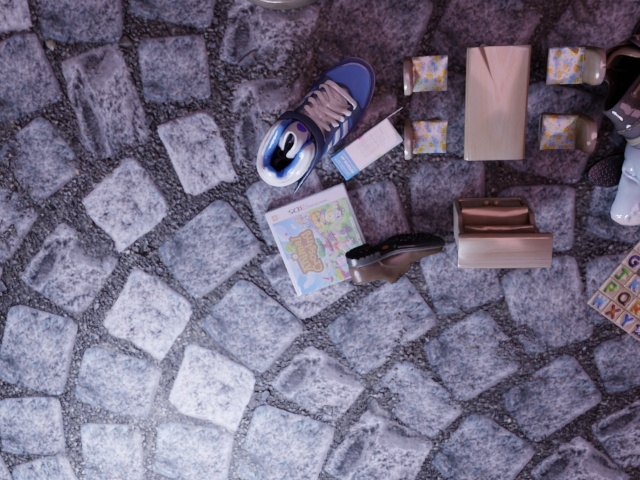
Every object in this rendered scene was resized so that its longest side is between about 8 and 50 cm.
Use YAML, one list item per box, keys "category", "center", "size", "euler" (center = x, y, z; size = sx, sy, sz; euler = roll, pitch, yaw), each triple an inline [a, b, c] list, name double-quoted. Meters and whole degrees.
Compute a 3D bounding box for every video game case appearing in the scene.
- category: "video game case"
  center: [0.000, 0.000, 1.385]
  size: [0.193, 0.023, 0.212]
  euler: [-20, 100, 7]

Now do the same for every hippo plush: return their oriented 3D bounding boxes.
- category: "hippo plush"
  center: [0.737, -0.136, 1.192]
  size: [0.234, 0.236, 0.294]
  euler: [-9, 103, -9]

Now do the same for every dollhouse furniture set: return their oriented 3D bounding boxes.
- category: "dollhouse furniture set"
  center: [0.346, -0.173, 1.182]
  size: [0.362, 0.256, 0.394]
  euler: [0, 110, 8]

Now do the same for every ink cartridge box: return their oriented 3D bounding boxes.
- category: "ink cartridge box"
  center: [0.113, -0.209, 1.295]
  size: [0.181, 0.104, 0.061]
  euler: [-35, 98, 9]

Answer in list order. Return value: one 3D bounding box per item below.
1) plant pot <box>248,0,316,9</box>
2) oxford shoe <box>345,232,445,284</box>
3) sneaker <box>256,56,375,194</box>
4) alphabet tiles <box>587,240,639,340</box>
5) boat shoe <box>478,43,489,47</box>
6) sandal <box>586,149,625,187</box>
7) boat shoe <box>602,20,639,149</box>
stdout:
- category: "plant pot"
  center: [-0.087, -0.621, 1.132]
  size: [0.323, 0.280, 0.323]
  euler: [0, 103, 2]
- category: "oxford shoe"
  center: [0.172, 0.043, 1.356]
  size: [0.227, 0.083, 0.096]
  euler: [-15, 112, -5]
- category: "sneaker"
  center: [-0.005, -0.239, 1.227]
  size: [0.130, 0.236, 0.323]
  euler: [42, 101, -6]
- category: "alphabet tiles"
  center: [0.767, 0.134, 1.383]
  size: [0.237, 0.009, 0.198]
  euler: [35, 101, -4]
- category: "boat shoe"
  center: [0.367, -0.350, 1.284]
  size: [0.049, 0.043, 0.137]
  euler: [-39, 99, -26]
- category: "sandal"
  center: [0.655, -0.168, 1.315]
  size: [0.179, 0.040, 0.067]
  euler: [-27, 105, -7]
- category: "boat shoe"
  center: [0.616, -0.336, 1.146]
  size: [0.130, 0.355, 0.132]
  euler: [32, 146, -13]
